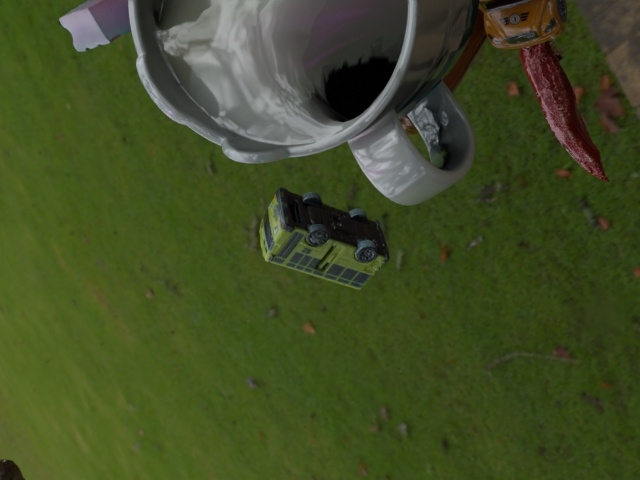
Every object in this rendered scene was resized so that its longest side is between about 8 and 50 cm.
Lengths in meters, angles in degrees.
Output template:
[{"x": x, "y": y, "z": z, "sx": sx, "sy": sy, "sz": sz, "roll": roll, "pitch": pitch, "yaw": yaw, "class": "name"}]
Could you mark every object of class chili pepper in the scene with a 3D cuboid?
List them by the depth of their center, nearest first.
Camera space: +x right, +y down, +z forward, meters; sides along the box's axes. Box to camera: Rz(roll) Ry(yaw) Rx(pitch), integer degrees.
[{"x": 0.284, "y": -0.184, "z": 1.070, "sx": 0.059, "sy": 0.051, "sz": 0.267, "roll": -80, "pitch": -35, "yaw": -75, "class": "chili pepper"}]

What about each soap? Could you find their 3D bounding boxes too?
[{"x": -0.261, "y": -0.315, "z": 1.183, "sx": 0.100, "sy": 0.149, "sz": 0.056, "roll": -1, "pitch": 125, "yaw": 39, "class": "soap"}]

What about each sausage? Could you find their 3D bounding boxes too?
[{"x": 0.127, "y": -0.198, "z": 0.973, "sx": 0.076, "sy": 0.197, "sz": 0.076, "roll": 27, "pitch": 159, "yaw": 11, "class": "sausage"}]

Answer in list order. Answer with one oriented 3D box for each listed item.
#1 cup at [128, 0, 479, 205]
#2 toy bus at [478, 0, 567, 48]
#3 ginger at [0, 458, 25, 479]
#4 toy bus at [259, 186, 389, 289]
[{"x": 0.022, "y": -0.164, "z": 0.689, "sx": 0.219, "sy": 0.258, "sz": 0.289, "roll": -33, "pitch": 92, "yaw": 29, "class": "cup"}, {"x": 0.195, "y": -0.301, "z": 0.914, "sx": 0.083, "sy": 0.088, "sz": 0.194, "roll": -7, "pitch": 90, "yaw": 35, "class": "toy bus"}, {"x": -0.353, "y": 0.389, "z": 1.016, "sx": 0.122, "sy": 0.084, "sz": 0.289, "roll": 1, "pitch": 94, "yaw": 17, "class": "ginger"}, {"x": 0.000, "y": 0.000, "z": 1.882, "sx": 0.150, "sy": 0.262, "sz": 0.128, "roll": -52, "pitch": 33, "yaw": 34, "class": "toy bus"}]
